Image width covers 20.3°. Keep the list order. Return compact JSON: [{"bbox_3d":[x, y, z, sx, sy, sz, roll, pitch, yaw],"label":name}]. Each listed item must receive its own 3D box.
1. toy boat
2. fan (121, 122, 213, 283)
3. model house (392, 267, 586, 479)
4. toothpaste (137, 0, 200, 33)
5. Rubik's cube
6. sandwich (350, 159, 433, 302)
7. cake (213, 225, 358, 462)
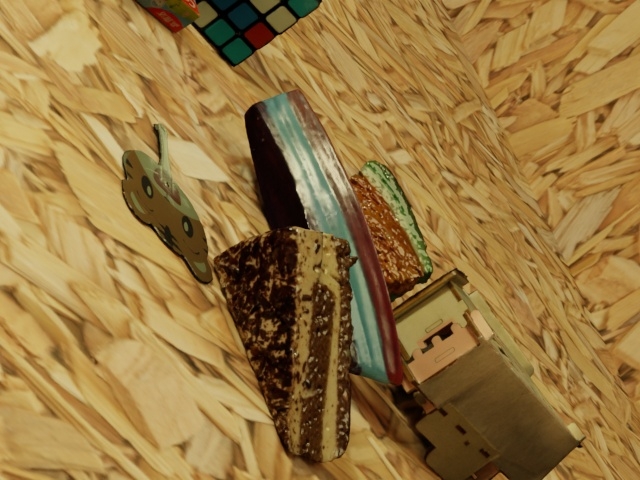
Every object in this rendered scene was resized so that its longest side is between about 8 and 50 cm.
[{"bbox_3d":[0.000,0.000,2.124,0.079,0.136,0.392,-1,59,-37],"label":"toy boat"},{"bbox_3d":[-0.166,-0.058,1.914,0.152,0.008,0.227,46,20,-32],"label":"fan"},{"bbox_3d":[0.167,0.159,2.242,0.326,0.169,0.244,45,12,-45],"label":"model house"},{"bbox_3d":[-0.220,-0.319,2.183,0.193,0.044,0.070,38,26,-49],"label":"toothpaste"},{"bbox_3d":[-0.107,-0.359,2.388,0.151,0.154,0.155,46,19,-32],"label":"Rubik's cube"},{"bbox_3d":[0.053,-0.002,2.305,0.160,0.109,0.185,-9,68,-51],"label":"sandwich"},{"bbox_3d":[-0.044,0.114,1.894,0.112,0.135,0.246,15,73,-50],"label":"cake"}]
